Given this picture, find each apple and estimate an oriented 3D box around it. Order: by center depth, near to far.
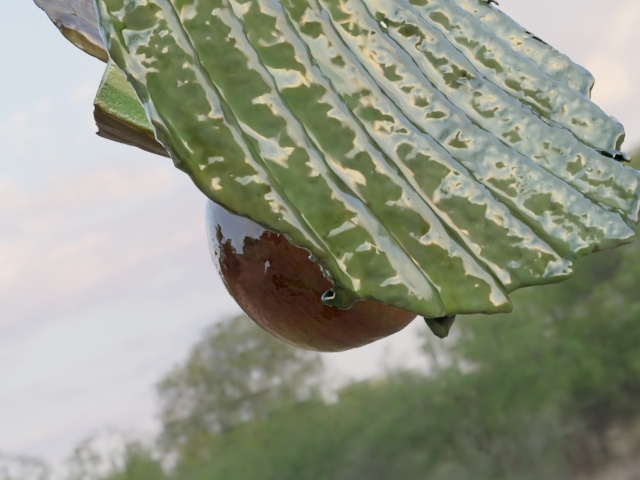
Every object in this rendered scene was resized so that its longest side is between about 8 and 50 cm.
[{"bbox_3d":[0.000,0.000,1.536,0.195,0.173,0.160,-12,17,49],"label":"apple"}]

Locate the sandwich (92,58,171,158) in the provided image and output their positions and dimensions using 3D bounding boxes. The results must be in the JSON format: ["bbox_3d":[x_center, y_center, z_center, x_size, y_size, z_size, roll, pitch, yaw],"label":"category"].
[{"bbox_3d":[-0.125,-0.112,1.639,0.116,0.074,0.074,17,-17,0],"label":"sandwich"}]

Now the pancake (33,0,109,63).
[{"bbox_3d":[-0.171,-0.239,1.890,0.250,0.250,0.031,-13,-39,-37],"label":"pancake"}]

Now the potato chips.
[{"bbox_3d":[0.036,-0.122,1.190,0.389,0.373,0.097,35,-52,-24],"label":"potato chips"}]
